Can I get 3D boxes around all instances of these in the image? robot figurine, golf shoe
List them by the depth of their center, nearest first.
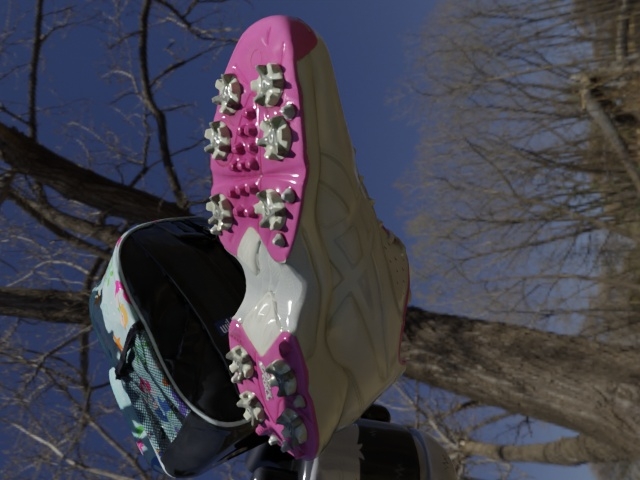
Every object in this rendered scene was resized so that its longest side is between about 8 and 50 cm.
[{"bbox_3d":[0.000,0.000,0.435,0.140,0.115,0.306,-16,-66,-36],"label":"golf shoe"},{"bbox_3d":[0.040,0.319,0.782,0.173,0.278,0.209,155,127,-76],"label":"robot figurine"}]

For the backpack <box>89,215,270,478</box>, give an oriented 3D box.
[{"bbox_3d":[-0.118,0.100,0.641,0.225,0.191,0.253,-11,-121,-48],"label":"backpack"}]
